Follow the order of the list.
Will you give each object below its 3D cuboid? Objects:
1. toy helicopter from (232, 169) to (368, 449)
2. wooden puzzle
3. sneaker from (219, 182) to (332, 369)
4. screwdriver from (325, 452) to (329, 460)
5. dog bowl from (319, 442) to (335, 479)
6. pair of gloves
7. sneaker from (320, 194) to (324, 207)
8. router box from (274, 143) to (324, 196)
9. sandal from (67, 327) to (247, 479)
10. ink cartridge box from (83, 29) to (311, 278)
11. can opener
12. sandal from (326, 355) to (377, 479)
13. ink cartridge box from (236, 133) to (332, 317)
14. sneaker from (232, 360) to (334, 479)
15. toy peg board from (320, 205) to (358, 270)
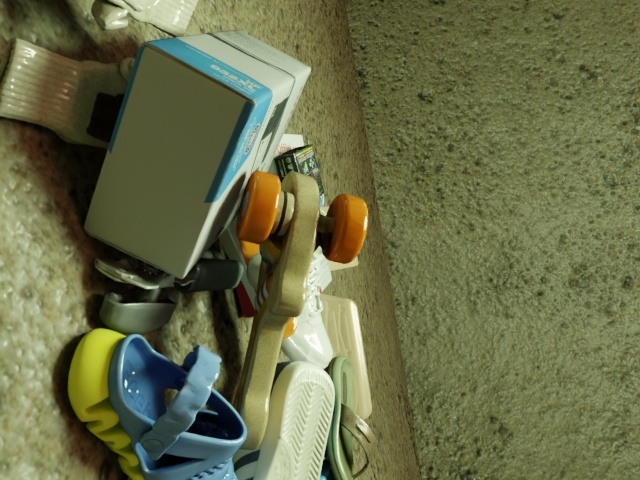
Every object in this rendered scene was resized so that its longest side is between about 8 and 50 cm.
[{"bbox_3d":[-0.070,0.086,0.732,0.235,0.140,0.356,-172,-85,-73],"label":"toy helicopter"},{"bbox_3d":[0.025,0.296,1.364,0.348,0.080,0.323,21,59,-68],"label":"wooden puzzle"},{"bbox_3d":[-0.024,0.052,0.875,0.293,0.169,0.108,59,17,0],"label":"sneaker"},{"bbox_3d":[0.010,0.512,1.256,0.025,0.024,0.170,49,23,0],"label":"screwdriver"},{"bbox_3d":[-0.014,0.432,1.096,0.166,0.073,0.298,5,76,-75],"label":"dog bowl"},{"bbox_3d":[-0.213,-0.210,0.589,0.240,0.042,0.204,-64,163,2],"label":"pair of gloves"},{"bbox_3d":[-0.013,-0.081,1.532,0.059,0.053,0.144,48,26,-61],"label":"sneaker"},{"bbox_3d":[-0.034,-0.110,0.963,0.122,0.038,0.092,-51,129,-69],"label":"router box"},{"bbox_3d":[-0.143,0.224,0.618,0.126,0.138,0.318,-84,161,-53],"label":"sandal"},{"bbox_3d":[-0.134,-0.127,0.707,0.223,0.128,0.307,-63,-178,24],"label":"ink cartridge box"},{"bbox_3d":[-0.191,0.060,0.730,0.095,0.075,0.283,-68,166,2],"label":"can opener"},{"bbox_3d":[0.067,0.374,1.126,0.120,0.086,0.303,57,26,-57],"label":"sandal"},{"bbox_3d":[-0.086,-0.037,1.046,0.226,0.131,0.307,-35,115,-74],"label":"ink cartridge box"},{"bbox_3d":[-0.087,0.345,0.804,0.131,0.148,0.350,32,66,-33],"label":"sneaker"},{"bbox_3d":[0.000,0.000,1.435,0.160,0.079,0.162,-9,87,-40],"label":"toy peg board"}]
